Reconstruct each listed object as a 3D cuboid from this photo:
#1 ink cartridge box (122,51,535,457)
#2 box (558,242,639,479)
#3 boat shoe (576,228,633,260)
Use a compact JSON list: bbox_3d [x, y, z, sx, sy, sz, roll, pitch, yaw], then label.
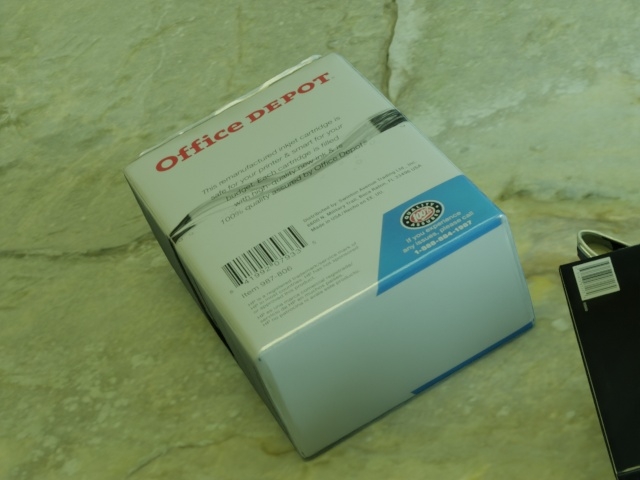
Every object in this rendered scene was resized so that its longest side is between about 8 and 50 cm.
[{"bbox_3d":[0.000,0.000,1.858,0.285,0.166,0.395,-29,40,-8],"label":"ink cartridge box"},{"bbox_3d":[0.295,0.156,1.518,0.103,0.184,0.261,-15,39,7],"label":"box"},{"bbox_3d":[0.316,0.026,1.770,0.049,0.043,0.137,-40,43,-23],"label":"boat shoe"}]
